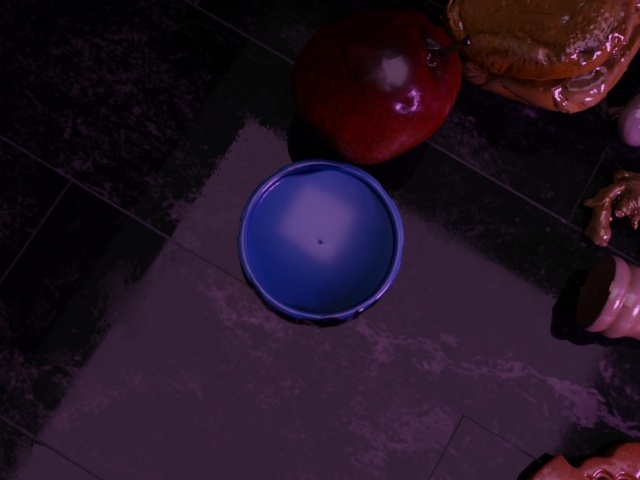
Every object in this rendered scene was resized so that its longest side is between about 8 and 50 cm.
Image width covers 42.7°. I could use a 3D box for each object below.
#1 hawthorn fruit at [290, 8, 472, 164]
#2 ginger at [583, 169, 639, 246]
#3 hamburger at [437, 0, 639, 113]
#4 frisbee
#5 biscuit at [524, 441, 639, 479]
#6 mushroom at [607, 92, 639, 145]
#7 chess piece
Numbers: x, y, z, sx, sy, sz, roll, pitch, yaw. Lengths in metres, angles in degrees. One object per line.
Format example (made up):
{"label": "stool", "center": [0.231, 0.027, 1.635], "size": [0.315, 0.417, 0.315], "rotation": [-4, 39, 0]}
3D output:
{"label": "hawthorn fruit", "center": [0.104, -0.222, 1.133], "size": [0.230, 0.266, 0.210], "rotation": [-21, 98, -48]}
{"label": "ginger", "center": [0.494, -0.020, 1.220], "size": [0.193, 0.052, 0.176], "rotation": [0, 83, -2]}
{"label": "hamburger", "center": [0.338, -0.345, 1.210], "size": [0.318, 0.158, 0.319], "rotation": [-7, 65, 15]}
{"label": "frisbee", "center": [0.000, 0.000, 1.189], "size": [0.242, 0.045, 0.242], "rotation": [1, 78, -4]}
{"label": "biscuit", "center": [0.401, 0.433, 1.120], "size": [0.284, 0.043, 0.306], "rotation": [-37, 82, -10]}
{"label": "mushroom", "center": [0.479, -0.189, 1.254], "size": [0.085, 0.085, 0.079], "rotation": [-49, 42, -12]}
{"label": "chess piece", "center": [0.570, 0.144, 1.164], "size": [0.397, 0.117, 0.117], "rotation": [22, 77, -1]}
